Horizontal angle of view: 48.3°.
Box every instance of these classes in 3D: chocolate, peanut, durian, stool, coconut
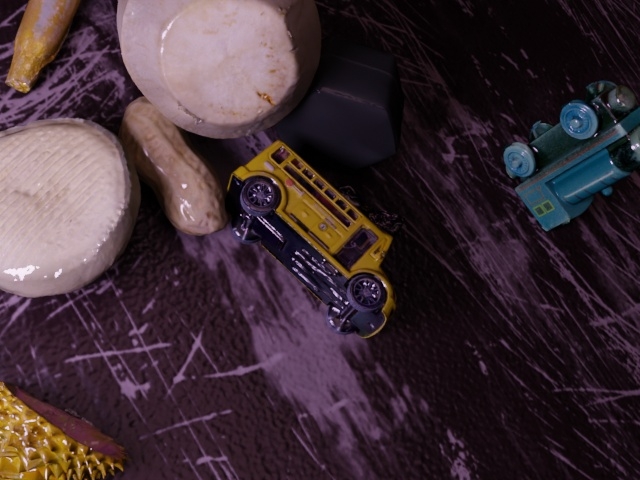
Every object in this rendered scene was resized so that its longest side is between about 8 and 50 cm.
[{"bbox_3d":[-0.474,-0.345,1.203,0.085,0.085,0.219,17,66,-9],"label":"chocolate"},{"bbox_3d":[-0.243,-0.115,1.144,0.123,0.123,0.257,-27,78,-26],"label":"peanut"},{"bbox_3d":[-0.365,0.263,0.942,0.182,0.165,0.132,58,29,-12],"label":"durian"},{"bbox_3d":[0.035,-0.231,1.227,0.232,0.232,0.141,16,63,-10],"label":"stool"},{"bbox_3d":[-0.154,-0.318,1.089,0.323,0.323,0.323,7,65,-14],"label":"coconut"},{"bbox_3d":[0.073,-0.050,1.243,0.147,0.070,0.072,28,56,-8],"label":"chocolate"}]

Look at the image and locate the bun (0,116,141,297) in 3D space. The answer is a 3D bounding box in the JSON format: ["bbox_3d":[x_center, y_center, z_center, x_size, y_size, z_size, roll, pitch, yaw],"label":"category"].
[{"bbox_3d":[-0.395,-0.041,1.048,0.287,0.146,0.287,1,60,-2],"label":"bun"}]

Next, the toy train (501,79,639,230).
[{"bbox_3d":[0.467,-0.151,1.284,0.120,0.298,0.194,-34,87,-30],"label":"toy train"}]

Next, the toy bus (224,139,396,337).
[{"bbox_3d":[0.000,0.000,1.150,0.331,0.145,0.151,42,62,5],"label":"toy bus"}]
